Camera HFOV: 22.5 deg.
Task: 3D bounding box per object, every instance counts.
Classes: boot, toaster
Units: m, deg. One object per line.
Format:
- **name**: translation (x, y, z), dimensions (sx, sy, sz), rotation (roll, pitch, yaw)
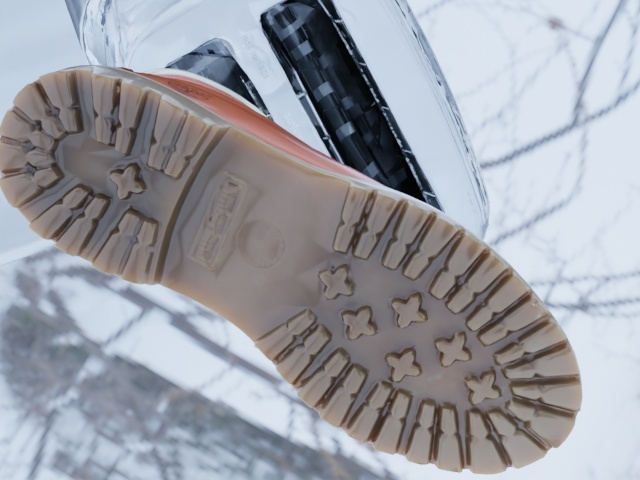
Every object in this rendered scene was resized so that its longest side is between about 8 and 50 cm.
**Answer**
- **boot**: translation (0.000, 0.000, 0.422), dimensions (0.059, 0.158, 0.084), rotation (-58, 176, 13)
- **toaster**: translation (-0.016, -0.056, 0.654), dimensions (0.129, 0.227, 0.146), rotation (-27, -157, 2)

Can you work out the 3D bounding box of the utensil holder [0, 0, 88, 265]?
- **utensil holder**: translation (-0.219, -0.156, 1.235), dimensions (0.385, 0.327, 0.328), rotation (-28, 142, -49)
